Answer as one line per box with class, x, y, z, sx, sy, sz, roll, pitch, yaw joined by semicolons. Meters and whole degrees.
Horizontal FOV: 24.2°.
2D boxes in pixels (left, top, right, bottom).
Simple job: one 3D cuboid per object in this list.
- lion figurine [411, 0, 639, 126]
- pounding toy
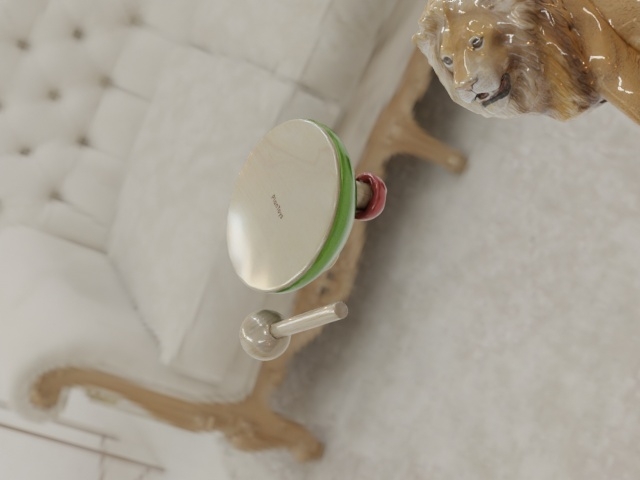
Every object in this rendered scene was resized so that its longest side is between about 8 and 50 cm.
lion figurine;0.285;-0.206;1.218;0.392;0.240;0.142;-38;11;19
pounding toy;0.000;0.000;1.532;0.183;0.110;0.236;-25;59;45
